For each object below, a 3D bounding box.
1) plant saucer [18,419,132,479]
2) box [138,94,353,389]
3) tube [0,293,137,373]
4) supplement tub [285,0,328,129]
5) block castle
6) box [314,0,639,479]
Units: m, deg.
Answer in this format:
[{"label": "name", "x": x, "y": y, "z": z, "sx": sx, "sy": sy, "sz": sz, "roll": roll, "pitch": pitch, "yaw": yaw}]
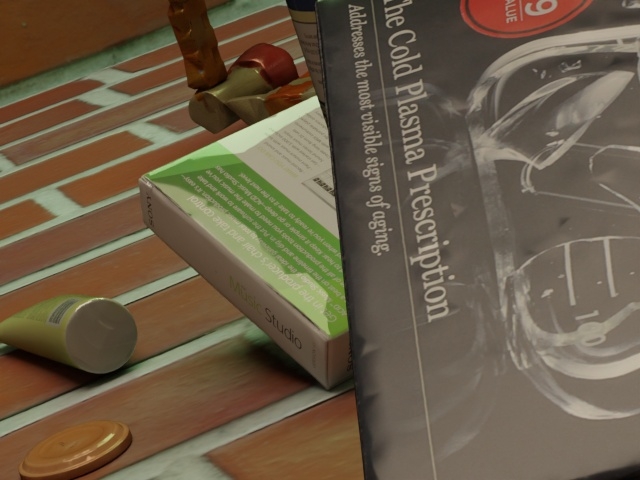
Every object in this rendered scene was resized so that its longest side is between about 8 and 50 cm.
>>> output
[{"label": "plant saucer", "x": -0.175, "y": 0.148, "z": 1.303, "sx": 0.084, "sy": 0.013, "sz": 0.083, "roll": -17, "pitch": 14, "yaw": 4}, {"label": "box", "x": 0.058, "y": -0.034, "z": 1.396, "sx": 0.322, "sy": 0.058, "sz": 0.232, "roll": -25, "pitch": 47, "yaw": -29}, {"label": "tube", "x": -0.217, "y": 0.073, "z": 1.557, "sx": 0.070, "sy": 0.062, "sz": 0.240, "roll": 23, "pitch": -7, "yaw": -22}, {"label": "supplement tub", "x": 0.125, "y": -0.077, "z": 1.140, "sx": 0.235, "sy": 0.324, "sz": 0.235, "roll": -17, "pitch": 15, "yaw": 5}, {"label": "block castle", "x": 0.043, "y": -0.299, "z": 2.099, "sx": 0.453, "sy": 0.303, "sz": 0.213, "roll": -8, "pitch": 17, "yaw": 32}, {"label": "box", "x": 0.178, "y": 0.010, "z": 0.802, "sx": 0.313, "sy": 0.179, "sz": 0.343, "roll": -16, "pitch": 42, "yaw": 9}]
